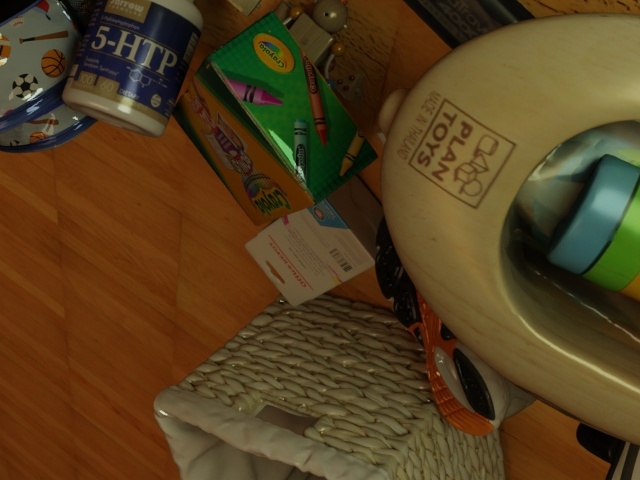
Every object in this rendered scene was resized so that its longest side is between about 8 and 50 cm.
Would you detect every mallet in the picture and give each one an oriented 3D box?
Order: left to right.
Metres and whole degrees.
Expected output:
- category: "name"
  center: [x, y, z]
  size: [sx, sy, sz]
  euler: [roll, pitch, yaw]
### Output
- category: "mallet"
  center: [0.346, 0.270, 1.079]
  size: [0.189, 0.039, 0.062]
  euler: [54, 169, -14]

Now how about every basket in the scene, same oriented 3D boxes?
- category: "basket"
  center: [0.032, 0.276, 1.207]
  size: [0.328, 0.266, 0.331]
  euler: [13, 130, 37]

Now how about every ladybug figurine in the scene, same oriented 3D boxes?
- category: "ladybug figurine"
  center: [0.253, -0.010, 0.749]
  size: [0.449, 0.162, 0.305]
  euler: [30, 115, 1]

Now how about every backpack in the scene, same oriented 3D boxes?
- category: "backpack"
  center: [-0.347, -0.216, 1.136]
  size: [0.276, 0.263, 0.213]
  euler: [-2, 121, 44]

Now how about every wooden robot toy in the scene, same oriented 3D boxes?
- category: "wooden robot toy"
  center: [-0.005, -0.215, 0.990]
  size: [0.173, 0.076, 0.079]
  euler: [42, 107, 7]

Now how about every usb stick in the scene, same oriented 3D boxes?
- category: "usb stick"
  center: [0.127, -0.204, 0.869]
  size: [0.278, 0.045, 0.077]
  euler: [46, 136, 3]

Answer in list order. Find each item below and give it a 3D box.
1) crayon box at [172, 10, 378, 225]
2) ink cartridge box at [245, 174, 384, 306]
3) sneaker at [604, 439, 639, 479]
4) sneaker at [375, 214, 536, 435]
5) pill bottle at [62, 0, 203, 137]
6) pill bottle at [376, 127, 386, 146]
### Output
- category: "crayon box"
  center: [-0.058, -0.111, 1.020]
  size: [0.165, 0.081, 0.278]
  euler: [53, 166, -6]
- category: "ink cartridge box"
  center: [0.000, 0.000, 1.159]
  size: [0.104, 0.061, 0.181]
  euler: [52, 142, -5]
- category: "sneaker"
  center: [0.441, 0.297, 0.964]
  size: [0.447, 0.169, 0.257]
  euler: [58, 158, -19]
- category: "sneaker"
  center: [0.151, 0.069, 1.055]
  size: [0.099, 0.121, 0.262]
  euler: [-34, 73, 51]
- category: "pill bottle"
  center: [-0.186, -0.212, 1.041]
  size: [0.112, 0.186, 0.112]
  euler: [19, 177, 1]
- category: "pill bottle"
  center: [0.160, -0.015, 0.921]
  size: [0.146, 0.146, 0.264]
  euler: [-19, 109, 50]
